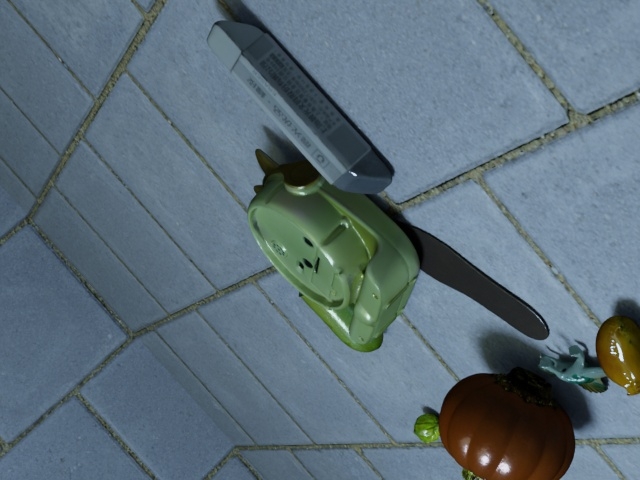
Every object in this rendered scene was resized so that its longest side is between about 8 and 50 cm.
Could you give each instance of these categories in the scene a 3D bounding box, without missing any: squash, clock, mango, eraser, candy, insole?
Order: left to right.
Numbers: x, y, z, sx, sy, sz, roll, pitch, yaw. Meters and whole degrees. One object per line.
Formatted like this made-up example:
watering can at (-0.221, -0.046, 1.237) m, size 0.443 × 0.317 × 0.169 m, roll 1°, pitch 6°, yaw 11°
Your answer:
eraser at (-0.031, -0.198, 1.661) m, size 0.352 × 0.061 × 0.089 m, roll 48°, pitch 157°, yaw -1°
clock at (0.000, 0.000, 1.852) m, size 0.348 × 0.117 × 0.286 m, roll 41°, pitch 158°, yaw 15°
squash at (0.050, 0.135, 2.037) m, size 0.188 × 0.095 × 0.095 m, roll 48°, pitch 158°, yaw -12°
candy at (0.255, 0.368, 2.123) m, size 0.194 × 0.062 × 0.058 m, roll -3°, pitch 83°, yaw 50°
insole at (0.219, 0.056, 1.713) m, size 0.328 × 0.007 × 0.111 m, roll 35°, pitch 156°, yaw 26°
mango at (0.406, 0.148, 1.468) m, size 0.077 × 0.063 × 0.127 m, roll 23°, pitch 143°, yaw 52°

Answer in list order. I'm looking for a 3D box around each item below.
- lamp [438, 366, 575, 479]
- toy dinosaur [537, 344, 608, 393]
lamp at (0.294, 0.301, 1.743) m, size 0.223 × 0.196 × 0.223 m, roll 22°, pitch -172°, yaw -3°
toy dinosaur at (0.387, 0.199, 1.623) m, size 0.187 × 0.044 × 0.106 m, roll 7°, pitch 150°, yaw 39°
